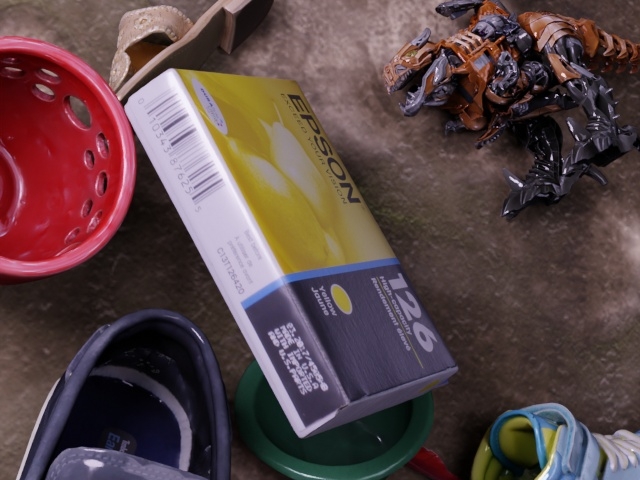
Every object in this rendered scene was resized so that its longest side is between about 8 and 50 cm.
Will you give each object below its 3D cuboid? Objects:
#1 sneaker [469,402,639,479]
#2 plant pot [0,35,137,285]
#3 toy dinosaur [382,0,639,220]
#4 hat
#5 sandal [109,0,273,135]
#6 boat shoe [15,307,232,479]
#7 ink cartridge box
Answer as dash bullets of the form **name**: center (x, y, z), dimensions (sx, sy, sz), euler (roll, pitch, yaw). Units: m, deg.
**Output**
- **sneaker**: center (0.276, 0.214, 1.576), dimensions (0.319, 0.127, 0.208), euler (-37, 116, -29)
- **plant pot**: center (-0.266, -0.055, 1.296), dimensions (0.191, 0.174, 0.191), euler (4, 82, -29)
- **toy dinosaur**: center (0.223, -0.160, 1.615), dimensions (0.322, 0.164, 0.218), euler (-18, 75, -9)
- **hat**: center (0.026, 0.210, 1.511), dimensions (0.208, 0.183, 0.173), euler (20, 52, 19)
- **sandal**: center (-0.144, -0.181, 1.457), dimensions (0.079, 0.088, 0.240), euler (37, 55, 14)
- **boat shoe**: center (-0.155, 0.232, 1.181), dimensions (0.186, 0.156, 0.500), euler (23, 33, -14)
- **ink cartridge box**: center (0.000, 0.000, 1.368), dimensions (0.304, 0.072, 0.307), euler (60, 26, 10)
